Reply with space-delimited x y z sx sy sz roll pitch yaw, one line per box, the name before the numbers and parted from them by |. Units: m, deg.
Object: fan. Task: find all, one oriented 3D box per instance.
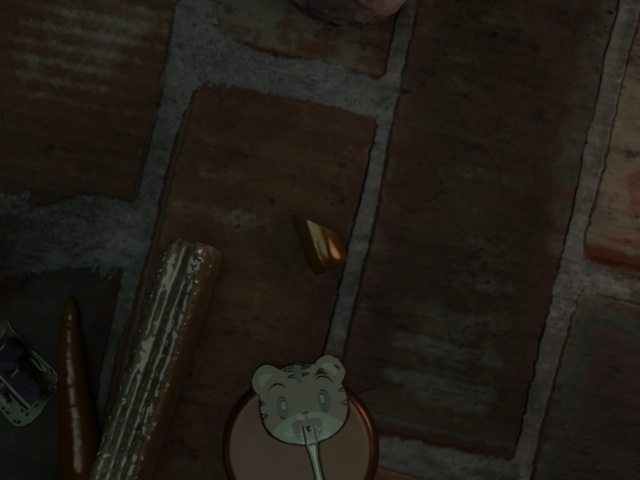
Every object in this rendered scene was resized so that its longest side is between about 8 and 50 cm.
fan | -0.020 0.296 1.825 0.153 0.008 0.226 -11 88 4

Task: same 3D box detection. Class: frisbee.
frisbee | -0.032 0.331 1.840 0.251 0.021 0.250 0 90 4

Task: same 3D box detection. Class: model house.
model house | -0.504 0.213 1.843 0.117 0.088 0.167 -42 86 2

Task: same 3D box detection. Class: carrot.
carrot | -0.390 0.256 1.848 0.069 0.069 0.335 -7 85 4

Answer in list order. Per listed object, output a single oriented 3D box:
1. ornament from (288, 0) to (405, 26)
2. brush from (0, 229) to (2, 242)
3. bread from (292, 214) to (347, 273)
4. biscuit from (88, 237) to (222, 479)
ornament | 0.034 -0.449 1.734 0.225 0.259 0.259 33 92 21
brush | -0.604 0.045 1.816 0.267 0.166 0.174 -24 86 3
bread | 0.000 -0.002 1.828 0.062 0.049 0.103 -19 89 4
biscuit | -0.254 0.201 1.799 0.079 0.144 0.425 18 90 6
